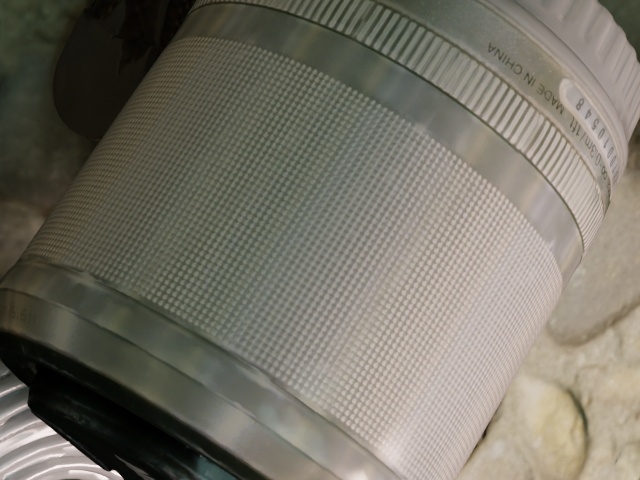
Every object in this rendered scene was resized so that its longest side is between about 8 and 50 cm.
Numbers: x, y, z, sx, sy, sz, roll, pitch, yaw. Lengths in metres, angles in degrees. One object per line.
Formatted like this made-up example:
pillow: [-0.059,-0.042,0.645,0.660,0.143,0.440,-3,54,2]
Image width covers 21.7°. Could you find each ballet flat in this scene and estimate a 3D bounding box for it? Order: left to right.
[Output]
ballet flat: [-0.056,-0.158,0.846,0.058,0.084,0.250,4,118,-61]

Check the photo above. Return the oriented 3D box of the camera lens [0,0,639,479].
camera lens: [0.000,0.000,0.772,0.219,0.219,0.274,44,71,-36]

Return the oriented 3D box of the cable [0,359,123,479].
cable: [-0.155,0.166,0.890,0.257,0.089,0.257,-48,126,-11]
